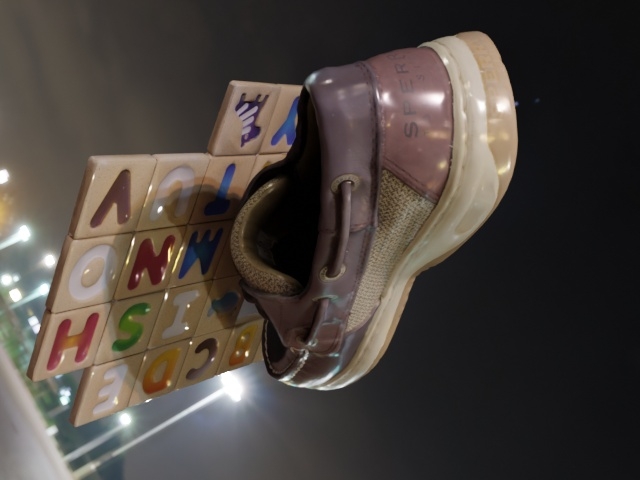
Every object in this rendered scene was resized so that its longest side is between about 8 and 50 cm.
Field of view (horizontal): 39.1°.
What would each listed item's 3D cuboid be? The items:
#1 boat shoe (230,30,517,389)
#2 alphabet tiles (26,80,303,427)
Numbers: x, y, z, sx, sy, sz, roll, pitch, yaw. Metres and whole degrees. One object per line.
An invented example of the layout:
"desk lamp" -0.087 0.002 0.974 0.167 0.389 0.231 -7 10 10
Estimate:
"boat shoe" 0.000 0.000 0.454 0.285 0.092 0.103 122 -34 -60
"alphabet tiles" -0.056 0.004 0.512 0.009 0.237 0.198 32 -68 26
